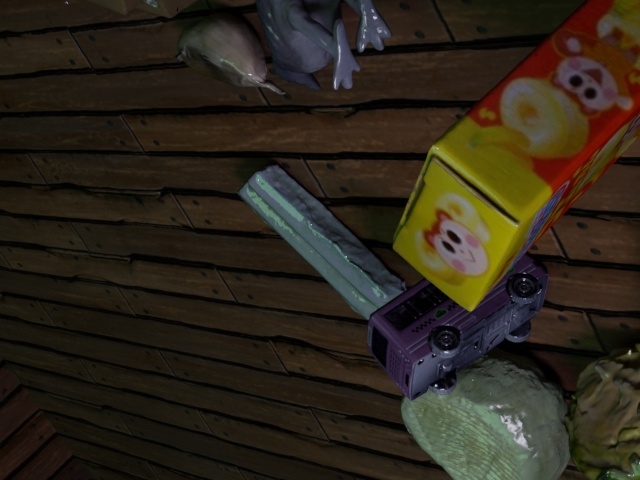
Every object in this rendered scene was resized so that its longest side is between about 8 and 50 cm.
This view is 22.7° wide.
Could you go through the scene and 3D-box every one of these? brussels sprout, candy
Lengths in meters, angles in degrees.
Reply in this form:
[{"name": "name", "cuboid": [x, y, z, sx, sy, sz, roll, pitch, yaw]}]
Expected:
[{"name": "brussels sprout", "cuboid": [0.316, 0.181, 1.524, 0.149, 0.151, 0.122, -26, 138, 37]}, {"name": "candy", "cuboid": [0.179, -0.086, 1.183, 0.088, 0.276, 0.146, 42, 151, 11]}]

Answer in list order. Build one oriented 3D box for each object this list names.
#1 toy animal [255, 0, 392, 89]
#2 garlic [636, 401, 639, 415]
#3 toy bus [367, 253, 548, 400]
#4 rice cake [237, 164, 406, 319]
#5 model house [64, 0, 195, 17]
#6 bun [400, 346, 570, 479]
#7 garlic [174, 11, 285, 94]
[{"name": "toy animal", "cuboid": [-0.016, -0.228, 1.467, 0.206, 0.081, 0.367, 50, 162, 37]}, {"name": "garlic", "cuboid": [0.335, 0.066, 1.360, 0.115, 0.128, 0.206, -4, 161, 1]}, {"name": "toy bus", "cuboid": [0.136, 0.072, 1.575, 0.098, 0.178, 0.087, 46, 156, 29]}, {"name": "rice cake", "cuboid": [0.000, 0.000, 1.815, 0.226, 0.040, 0.085, 44, 154, 5]}, {"name": "model house", "cuboid": [-0.239, -0.322, 1.552, 0.248, 0.181, 0.176, 26, 147, 26]}, {"name": "bun", "cuboid": [0.185, 0.188, 1.724, 0.195, 0.118, 0.195, 28, 145, 22]}, {"name": "garlic", "cuboid": [-0.095, -0.200, 1.662, 0.084, 0.066, 0.152, 30, 173, -33]}]
